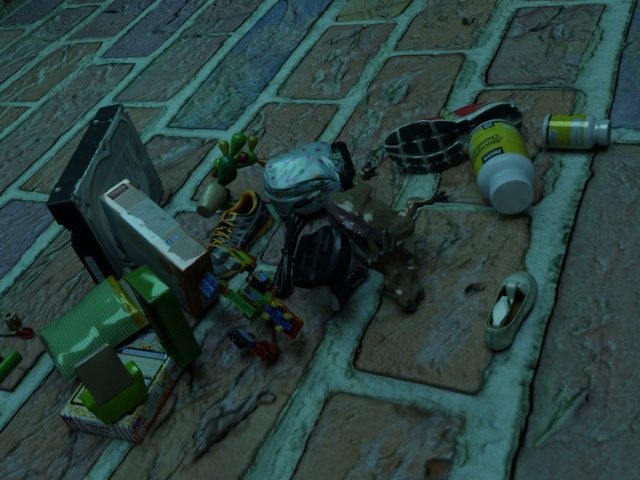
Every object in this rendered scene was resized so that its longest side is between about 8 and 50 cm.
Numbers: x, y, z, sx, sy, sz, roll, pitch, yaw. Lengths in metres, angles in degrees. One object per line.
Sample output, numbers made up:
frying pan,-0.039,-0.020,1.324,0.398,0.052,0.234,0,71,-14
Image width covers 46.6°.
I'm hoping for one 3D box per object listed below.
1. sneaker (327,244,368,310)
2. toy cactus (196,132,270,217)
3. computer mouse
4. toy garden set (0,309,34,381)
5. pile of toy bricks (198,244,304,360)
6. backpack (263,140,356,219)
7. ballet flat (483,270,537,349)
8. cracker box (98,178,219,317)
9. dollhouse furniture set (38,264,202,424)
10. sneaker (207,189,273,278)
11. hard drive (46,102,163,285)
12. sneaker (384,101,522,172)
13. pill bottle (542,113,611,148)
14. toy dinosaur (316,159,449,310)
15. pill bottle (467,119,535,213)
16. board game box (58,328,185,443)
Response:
sneaker,0.048,0.055,1.277,0.064,0.061,0.158,-1,42,12
toy cactus,-0.187,-0.110,1.483,0.112,0.219,0.181,32,50,-9
computer mouse,0.000,0.000,1.241,0.262,0.060,0.184,-25,53,63
toy garden set,-0.667,0.191,1.421,0.244,0.049,0.204,6,45,29
pile of toy bricks,-0.102,0.107,1.245,0.212,0.105,0.118,41,107,29
backpack,-0.021,-0.121,1.472,0.181,0.115,0.152,-18,41,6
ballet flat,0.291,0.094,1.131,0.057,0.052,0.168,6,44,29
cracker box,-0.287,0.014,1.332,0.232,0.156,0.067,38,62,23
dollhouse furniture set,-0.363,0.124,1.215,0.197,0.151,0.301,-35,40,-20
sneaker,-0.173,-0.012,1.430,0.084,0.083,0.215,8,47,28
hard drive,-0.421,-0.092,1.508,0.064,0.237,0.339,-9,38,12
sneaker,0.265,-0.214,1.500,0.278,0.107,0.118,-12,20,4
pill bottle,0.483,-0.205,1.399,0.116,0.065,0.065,7,45,29
toy dinosaur,0.081,-0.026,1.269,0.295,0.127,0.200,29,45,28
pill bottle,0.330,-0.132,1.345,0.103,0.103,0.184,-12,38,9
board game box,-0.315,0.231,1.227,0.146,0.045,0.194,4,43,26
